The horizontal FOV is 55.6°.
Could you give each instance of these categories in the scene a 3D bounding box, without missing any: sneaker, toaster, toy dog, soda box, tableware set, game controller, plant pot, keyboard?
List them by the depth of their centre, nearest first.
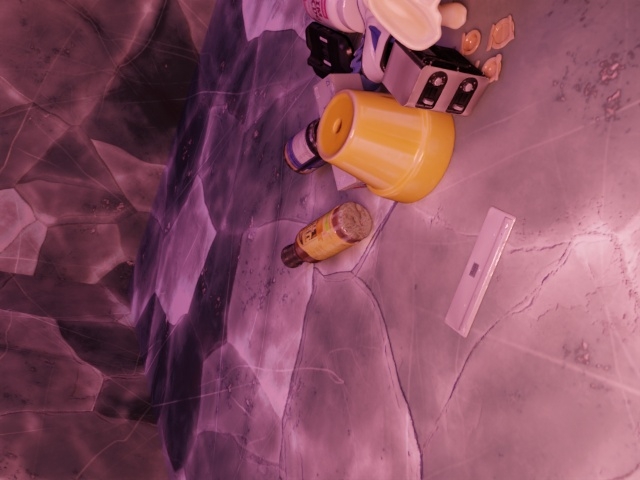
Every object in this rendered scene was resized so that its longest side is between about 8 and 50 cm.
[{"bbox_3d":[0.310,0.062,1.194,0.072,0.014,0.256,44,117,62],"label":"keyboard"},{"bbox_3d":[0.234,-0.351,1.290,0.186,0.168,0.110,-115,37,-46],"label":"toaster"},{"bbox_3d":[0.344,-0.394,1.293,0.168,0.020,0.141,3,83,60],"label":"tableware set"},{"bbox_3d":[0.187,-0.612,1.307,0.408,0.395,0.285,-57,-10,-62],"label":"toy dog"},{"bbox_3d":[0.132,-0.231,1.380,0.254,0.239,0.254,-32,53,53],"label":"plant pot"},{"bbox_3d":[0.183,-0.542,1.542,0.182,0.127,0.316,8,93,57],"label":"sneaker"},{"bbox_3d":[0.072,-0.278,1.559,0.091,0.098,0.286,-20,82,56],"label":"soda box"},{"bbox_3d":[0.032,-0.543,1.796,0.319,0.067,0.166,-130,32,-54],"label":"game controller"}]

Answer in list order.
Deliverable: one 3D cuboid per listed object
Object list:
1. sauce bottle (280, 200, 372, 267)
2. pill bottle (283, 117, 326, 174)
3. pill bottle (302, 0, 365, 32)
[{"bbox_3d":[0.000,0.000,1.652,0.344,0.111,0.111,-31,54,51],"label":"sauce bottle"},{"bbox_3d":[-0.007,-0.280,1.756,0.219,0.122,0.123,-23,60,55],"label":"pill bottle"},{"bbox_3d":[0.067,-0.686,1.736,0.283,0.160,0.160,49,121,55],"label":"pill bottle"}]
